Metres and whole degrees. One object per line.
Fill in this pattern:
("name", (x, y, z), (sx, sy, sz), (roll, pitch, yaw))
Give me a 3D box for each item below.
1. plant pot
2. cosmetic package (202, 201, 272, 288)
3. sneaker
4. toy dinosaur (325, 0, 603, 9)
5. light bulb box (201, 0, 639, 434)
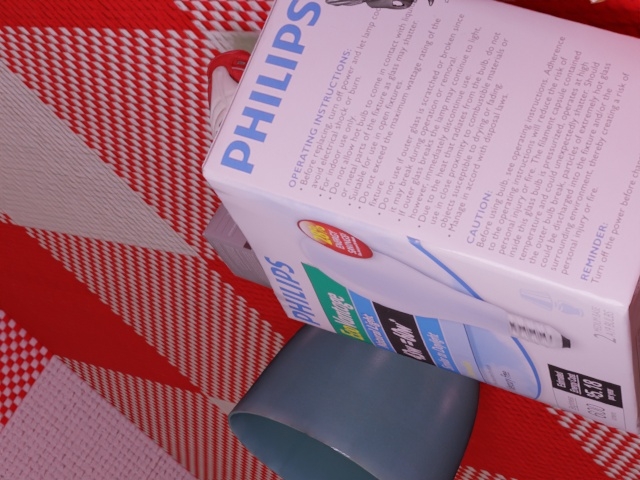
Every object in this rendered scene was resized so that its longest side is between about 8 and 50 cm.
("plant pot", (0.068, 0.205, 2.356), (0.293, 0.235, 0.293), (29, 161, 11))
("cosmetic package", (0.000, 0.000, 2.133), (0.238, 0.127, 0.107), (15, 155, 37))
("sneaker", (-0.017, -0.123, 1.924), (0.107, 0.118, 0.279), (-29, 148, 23))
("toy dinosaur", (0.120, -0.243, 1.344), (0.218, 0.164, 0.322), (-5, 137, 37))
("light bulb box", (0.135, -0.034, 1.594), (0.361, 0.225, 0.358), (17, 163, 18))
